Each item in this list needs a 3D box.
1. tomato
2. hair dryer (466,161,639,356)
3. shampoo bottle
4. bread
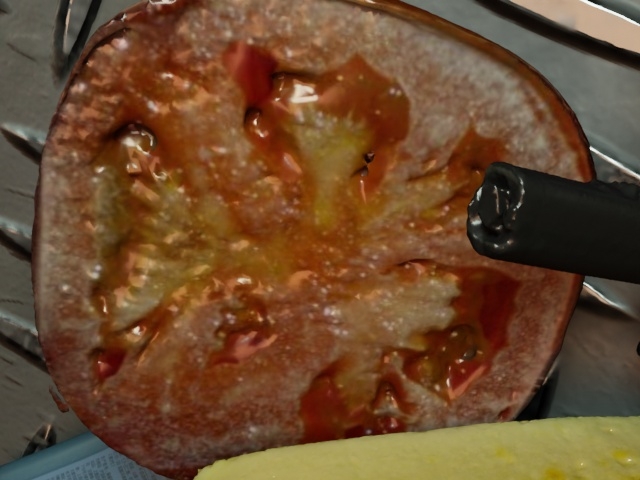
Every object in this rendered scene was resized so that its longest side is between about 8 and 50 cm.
[{"bbox_3d":[-0.006,-0.006,0.578,0.339,0.143,0.338,-1,119,-2],"label":"tomato"},{"bbox_3d":[0.183,-0.007,0.491,0.089,0.251,0.197,39,119,53],"label":"hair dryer"},{"bbox_3d":[-0.144,0.185,0.728,0.258,0.061,0.103,-25,93,23],"label":"shampoo bottle"},{"bbox_3d":[0.074,0.163,0.506,0.264,0.167,0.163,-33,125,11],"label":"bread"}]
